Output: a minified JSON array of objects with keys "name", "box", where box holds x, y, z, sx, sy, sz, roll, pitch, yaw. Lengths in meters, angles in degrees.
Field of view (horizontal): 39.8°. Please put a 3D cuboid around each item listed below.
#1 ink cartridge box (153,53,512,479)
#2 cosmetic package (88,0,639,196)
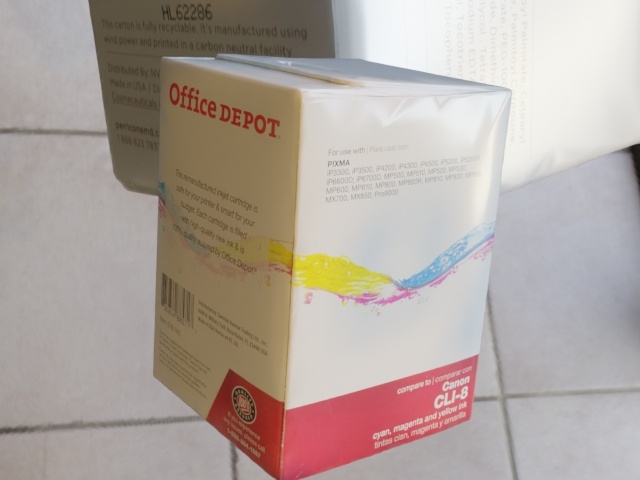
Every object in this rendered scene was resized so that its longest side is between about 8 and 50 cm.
[{"name":"ink cartridge box","box":[0.000,0.000,0.443,0.127,0.128,0.176,-8,111,-35]},{"name":"cosmetic package","box":[0.047,-0.221,0.769,0.393,0.329,0.328,-20,113,-37]}]
